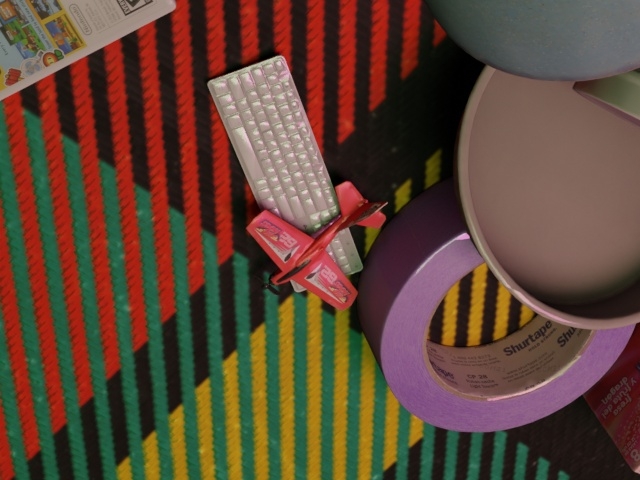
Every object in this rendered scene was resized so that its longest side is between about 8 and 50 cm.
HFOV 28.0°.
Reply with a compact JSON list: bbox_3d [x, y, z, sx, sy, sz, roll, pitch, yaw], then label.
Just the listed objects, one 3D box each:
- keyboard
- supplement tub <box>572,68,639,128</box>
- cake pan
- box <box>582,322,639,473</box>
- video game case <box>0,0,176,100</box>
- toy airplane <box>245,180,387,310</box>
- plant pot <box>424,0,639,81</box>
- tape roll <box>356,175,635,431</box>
[{"bbox_3d":[-0.029,-0.056,1.194,0.072,0.014,0.256,-23,127,-2],"label":"keyboard"},{"bbox_3d":[0.373,-0.222,1.034,0.241,0.241,0.331,23,100,-29],"label":"supplement tub"},{"bbox_3d":[0.243,-0.067,1.171,0.293,0.054,0.293,0,91,-23],"label":"cake pan"},{"bbox_3d":[0.449,0.122,1.388,0.154,0.142,0.300,25,112,-31],"label":"box"},{"bbox_3d":[-0.253,-0.228,0.998,0.206,0.026,0.227,-27,128,1],"label":"video game case"},{"bbox_3d":[0.000,0.000,1.216,0.151,0.028,0.151,-7,127,-9],"label":"toy airplane"},{"bbox_3d":[0.163,-0.284,0.896,0.290,0.290,0.195,-39,148,10],"label":"plant pot"},{"bbox_3d":[0.179,0.062,1.294,0.274,0.090,0.275,-8,126,-12],"label":"tape roll"}]
